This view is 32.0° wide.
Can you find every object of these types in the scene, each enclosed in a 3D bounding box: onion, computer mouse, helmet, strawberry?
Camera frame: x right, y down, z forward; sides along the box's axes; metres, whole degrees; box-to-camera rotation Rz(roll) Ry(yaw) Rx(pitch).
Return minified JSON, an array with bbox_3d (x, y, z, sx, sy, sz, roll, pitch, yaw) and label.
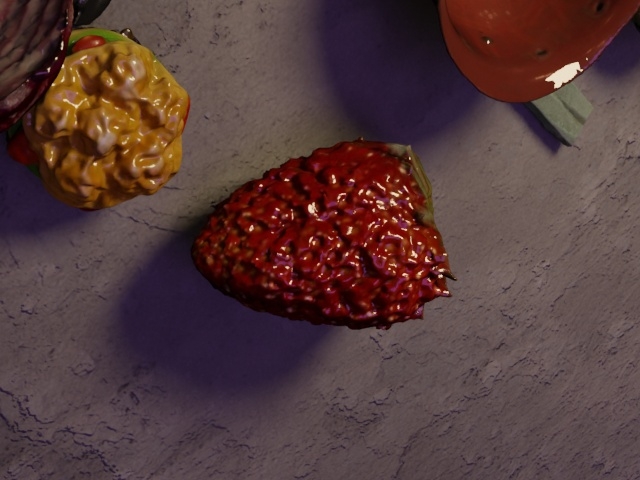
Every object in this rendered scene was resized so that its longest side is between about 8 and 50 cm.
[{"bbox_3d":[-0.378,-0.180,1.233,0.314,0.280,0.146,-39,139,-7],"label":"onion"},{"bbox_3d":[-0.278,-0.320,1.345,0.079,0.047,0.135,22,102,-33],"label":"computer mouse"},{"bbox_3d":[0.259,-0.406,1.488,0.337,0.230,0.385,-2,121,-27],"label":"helmet"},{"bbox_3d":[0.000,0.001,1.542,0.343,0.292,0.292,-7,117,1],"label":"strawberry"}]

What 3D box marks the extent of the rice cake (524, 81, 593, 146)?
[{"bbox_3d":[0.345,-0.236,1.725,0.226,0.040,0.085,38,90,-35],"label":"rice cake"}]

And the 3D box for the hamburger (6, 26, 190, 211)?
[{"bbox_3d":[-0.267,-0.140,1.371,0.237,0.149,0.237,-13,118,-25],"label":"hamburger"}]

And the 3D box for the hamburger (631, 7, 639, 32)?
[{"bbox_3d":[0.496,-0.405,1.654,0.288,0.167,0.192,35,90,-35],"label":"hamburger"}]
